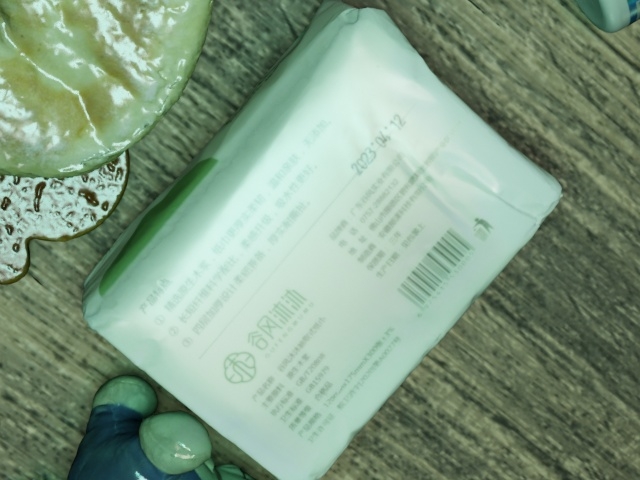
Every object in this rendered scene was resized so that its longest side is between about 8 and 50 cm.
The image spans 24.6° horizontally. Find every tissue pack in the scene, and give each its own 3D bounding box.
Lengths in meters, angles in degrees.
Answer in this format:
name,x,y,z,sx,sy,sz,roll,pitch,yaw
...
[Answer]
name,x,y,z,sx,sy,sz,roll,pitch,yaw
tissue pack,-0.001,0.000,1.289,0.266,0.194,0.356,41,92,-13

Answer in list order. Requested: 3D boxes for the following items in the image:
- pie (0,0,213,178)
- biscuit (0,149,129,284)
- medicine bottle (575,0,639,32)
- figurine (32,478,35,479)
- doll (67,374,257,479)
name,x,y,z,sx,sy,sz,roll,pitch,yaw
pie,-0.235,-0.216,1.237,0.338,0.075,0.337,-2,104,-8
biscuit,-0.287,-0.051,1.317,0.236,0.039,0.179,-17,100,-4
medicine bottle,0.314,-0.275,1.318,0.191,0.107,0.107,-30,105,-1
figurine,-0.257,0.267,1.375,0.114,0.079,0.114,4,136,4
doll,-0.108,0.248,1.323,0.258,0.228,0.154,38,78,-29
